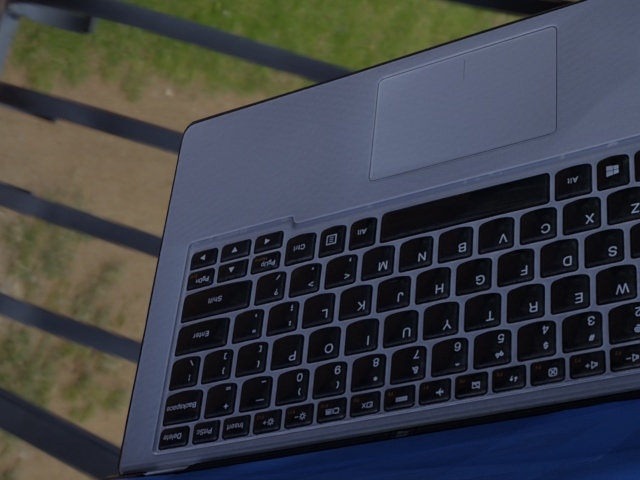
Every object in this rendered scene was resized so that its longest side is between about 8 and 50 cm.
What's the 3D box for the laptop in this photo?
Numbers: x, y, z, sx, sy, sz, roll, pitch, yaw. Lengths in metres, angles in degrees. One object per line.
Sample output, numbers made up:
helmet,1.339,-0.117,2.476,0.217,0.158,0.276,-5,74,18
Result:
laptop,0.000,0.000,0.623,0.236,0.382,0.408,45,41,-44
